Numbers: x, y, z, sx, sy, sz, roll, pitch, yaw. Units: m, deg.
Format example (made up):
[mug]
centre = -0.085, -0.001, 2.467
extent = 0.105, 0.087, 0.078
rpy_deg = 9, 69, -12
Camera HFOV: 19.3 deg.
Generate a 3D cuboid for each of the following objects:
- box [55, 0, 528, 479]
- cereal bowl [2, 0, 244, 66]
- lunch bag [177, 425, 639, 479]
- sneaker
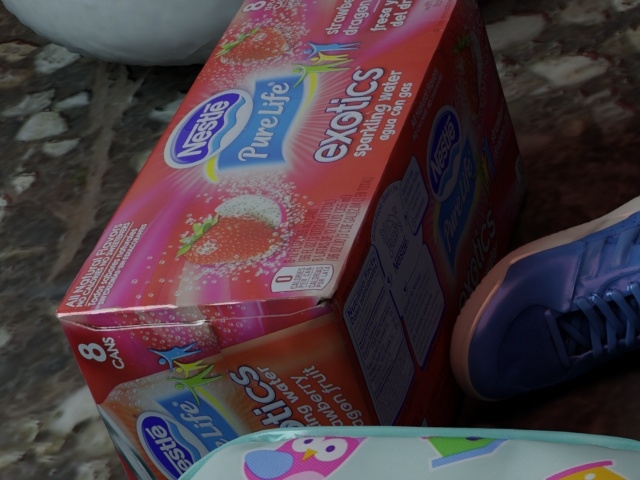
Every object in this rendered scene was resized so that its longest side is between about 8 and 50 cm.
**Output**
[box]
centre = 0.000, 0.000, 0.826
extent = 0.122, 0.128, 0.257
rpy_deg = -4, 35, 22
[cereal bowl]
centre = -0.047, -0.207, 1.156
extent = 0.339, 0.141, 0.339
rpy_deg = -13, 32, 8
[lunch bag]
centre = 0.006, 0.174, 0.574
extent = 0.224, 0.108, 0.279
rpy_deg = -5, 32, 30
[sneaker]
centre = 0.131, 0.026, 0.784
extent = 0.152, 0.058, 0.084
rpy_deg = -27, 23, -25
